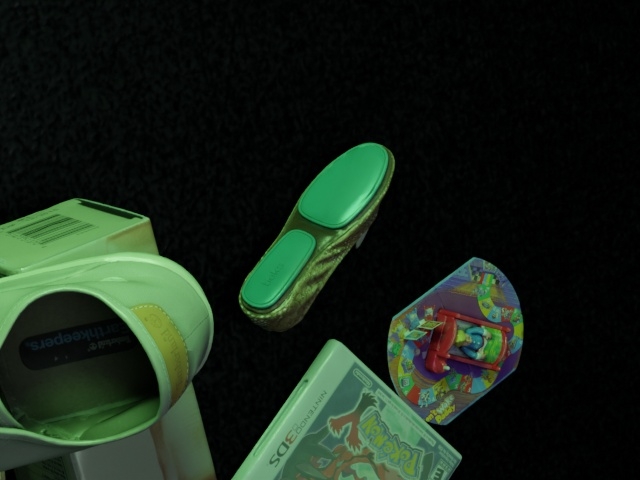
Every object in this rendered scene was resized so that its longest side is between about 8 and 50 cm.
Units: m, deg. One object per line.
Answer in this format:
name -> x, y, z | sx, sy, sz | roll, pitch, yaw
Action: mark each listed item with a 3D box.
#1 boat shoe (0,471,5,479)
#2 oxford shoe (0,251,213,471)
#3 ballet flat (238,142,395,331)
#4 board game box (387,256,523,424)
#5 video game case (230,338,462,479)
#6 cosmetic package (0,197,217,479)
boat shoe -> -0.272, 0.249, 1.665 | 0.059, 0.063, 0.170 | -18, 106, -25
oxford shoe -> -0.298, 0.121, 1.483 | 0.449, 0.130, 0.169 | -17, 108, 5
ballet flat -> 0.000, 0.000, 1.820 | 0.206, 0.073, 0.067 | -49, 147, -15
board game box -> 0.144, 0.103, 1.942 | 0.168, 0.033, 0.133 | -35, 115, -25
video game case -> 0.024, 0.224, 1.886 | 0.201, 0.023, 0.183 | 44, 73, -31
cosmetic package -> -0.189, 0.128, 1.650 | 0.129, 0.153, 0.296 | -22, 110, -29
